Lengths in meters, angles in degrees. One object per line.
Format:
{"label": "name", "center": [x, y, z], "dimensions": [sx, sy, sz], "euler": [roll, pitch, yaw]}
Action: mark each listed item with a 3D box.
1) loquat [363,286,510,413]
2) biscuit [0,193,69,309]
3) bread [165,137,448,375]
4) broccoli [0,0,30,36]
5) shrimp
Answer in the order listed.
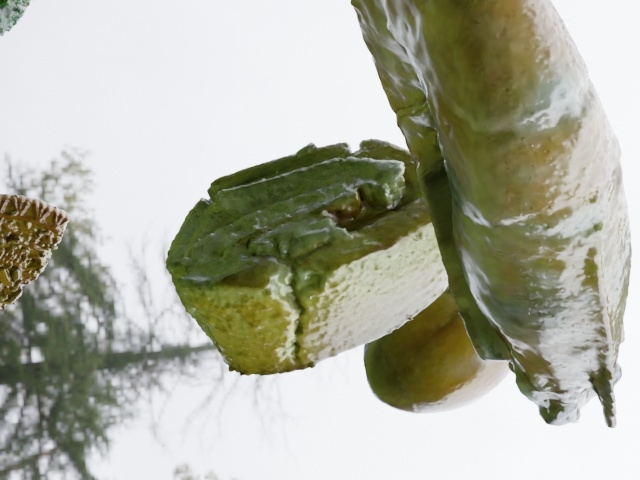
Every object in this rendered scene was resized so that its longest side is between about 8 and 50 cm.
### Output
{"label": "loquat", "center": [0.161, 0.138, 1.427], "dimensions": [0.227, 0.179, 0.179], "euler": [-41, -132, 11]}
{"label": "biscuit", "center": [-0.347, 0.022, 1.066], "dimensions": [0.206, 0.126, 0.025], "euler": [-45, -147, 26]}
{"label": "bread", "center": [0.000, 0.000, 0.931], "dimensions": [0.186, 0.257, 0.124], "euler": [-106, 174, -45]}
{"label": "broccoli", "center": [-0.315, -0.243, 0.704], "dimensions": [0.297, 0.297, 0.297], "euler": [9, -66, 22]}
{"label": "shrimp", "center": [0.080, -0.023, 0.485], "dimensions": [0.168, 0.077, 0.317], "euler": [59, -7, 47]}
